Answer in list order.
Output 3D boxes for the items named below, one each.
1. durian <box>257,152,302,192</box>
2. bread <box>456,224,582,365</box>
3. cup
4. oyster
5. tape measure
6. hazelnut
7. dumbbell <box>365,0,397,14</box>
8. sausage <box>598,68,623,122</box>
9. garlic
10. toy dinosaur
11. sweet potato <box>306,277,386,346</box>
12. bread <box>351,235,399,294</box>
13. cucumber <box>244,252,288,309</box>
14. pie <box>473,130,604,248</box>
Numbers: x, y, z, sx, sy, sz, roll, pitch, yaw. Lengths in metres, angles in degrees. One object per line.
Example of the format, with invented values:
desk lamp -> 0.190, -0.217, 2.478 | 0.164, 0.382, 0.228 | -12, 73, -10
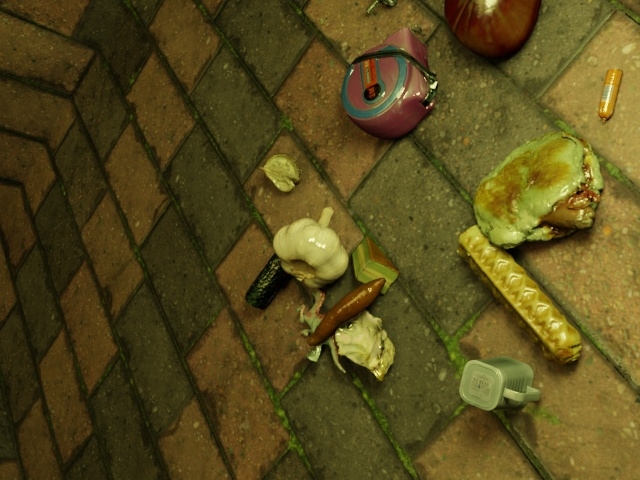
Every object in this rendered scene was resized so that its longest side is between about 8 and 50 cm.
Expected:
durian -> -0.107, -0.195, 2.070 | 0.140, 0.071, 0.111 | 14, 103, 22
bread -> 0.398, 0.104, 1.495 | 0.084, 0.077, 0.368 | -48, 49, 19
cup -> 0.360, 0.287, 1.445 | 0.128, 0.129, 0.095 | 18, 98, 42
oyster -> 0.112, 0.238, 1.746 | 0.133, 0.072, 0.209 | -53, 37, -11
tape measure -> 0.176, -0.372, 1.803 | 0.245, 0.149, 0.232 | -22, 61, 30
hazelnut -> 0.373, -0.512, 1.597 | 0.229, 0.229, 0.230 | -14, 69, 41
dumbbell -> 0.205, -0.676, 1.890 | 0.254, 0.110, 0.110 | -41, 53, 37
sausage -> 0.574, -0.287, 1.463 | 0.031, 0.031, 0.107 | 14, 88, 45
garlic -> 0.000, 0.000, 1.884 | 0.199, 0.199, 0.226 | -13, 35, 41
toy dinosaur -> 0.012, 0.233, 1.846 | 0.242, 0.053, 0.167 | 35, 96, 53
sweet potato -> 0.057, 0.169, 1.762 | 0.264, 0.057, 0.057 | -39, 54, 20
bread -> 0.132, 0.058, 1.810 | 0.074, 0.084, 0.139 | -55, 17, 19
cucumber -> -0.116, 0.079, 2.004 | 0.241, 0.074, 0.074 | -55, 48, 17
pie -> 0.440, -0.107, 1.509 | 0.274, 0.105, 0.257 | -19, 51, 37
